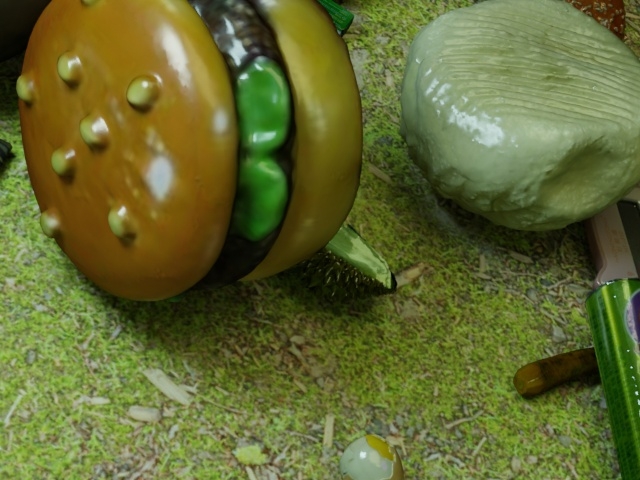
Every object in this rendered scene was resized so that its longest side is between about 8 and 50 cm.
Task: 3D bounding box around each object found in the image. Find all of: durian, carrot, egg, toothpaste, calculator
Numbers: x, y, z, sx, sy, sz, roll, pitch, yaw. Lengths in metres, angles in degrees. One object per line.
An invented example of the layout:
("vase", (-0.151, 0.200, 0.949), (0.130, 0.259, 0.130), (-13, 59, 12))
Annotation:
("durian", (-0.007, 0.007, 1.879), (0.095, 0.137, 0.221), (-42, 81, -5))
("carrot", (0.316, 0.161, 1.938), (0.170, 0.042, 0.042), (-11, 60, -32))
("egg", (0.059, 0.262, 1.725), (0.071, 0.071, 0.083), (-19, 68, -34))
("toothpaste", (-0.040, -0.343, 2.169), (0.178, 0.037, 0.043), (33, 45, 2))
("calculator", (0.495, 0.025, 2.121), (0.329, 0.048, 0.220), (7, 51, -22))

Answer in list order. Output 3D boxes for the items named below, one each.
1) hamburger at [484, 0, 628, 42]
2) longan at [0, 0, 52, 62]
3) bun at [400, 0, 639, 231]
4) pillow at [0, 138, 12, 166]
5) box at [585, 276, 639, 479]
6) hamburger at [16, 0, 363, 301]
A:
("hamburger", (0.341, -0.343, 2.266), (0.236, 0.147, 0.237), (10, 54, -14))
("longan", (-0.413, -0.404, 1.814), (0.436, 0.404, 0.404), (-31, 71, -35))
("bun", (0.267, -0.158, 2.032), (0.349, 0.227, 0.352), (13, 45, -7))
("pillow", (-0.443, -0.065, 1.776), (0.113, 0.038, 0.203), (22, 48, -6))
("box", (0.419, 0.219, 1.874), (0.134, 0.097, 0.346), (12, 56, -27))
("hamburger", (-0.161, -0.111, 1.710), (0.277, 0.396, 0.396), (-12, 60, -41))
